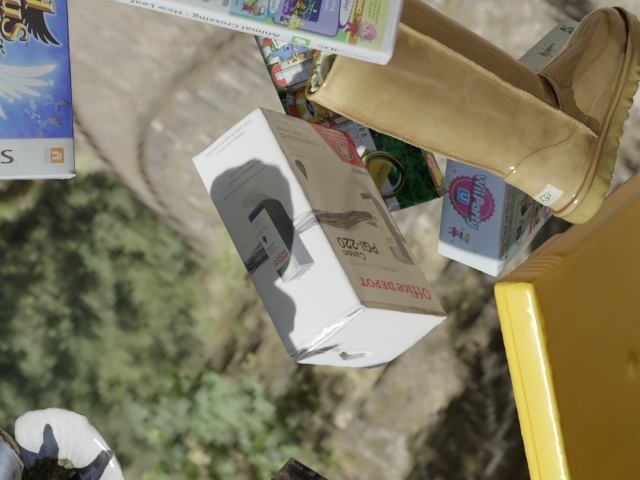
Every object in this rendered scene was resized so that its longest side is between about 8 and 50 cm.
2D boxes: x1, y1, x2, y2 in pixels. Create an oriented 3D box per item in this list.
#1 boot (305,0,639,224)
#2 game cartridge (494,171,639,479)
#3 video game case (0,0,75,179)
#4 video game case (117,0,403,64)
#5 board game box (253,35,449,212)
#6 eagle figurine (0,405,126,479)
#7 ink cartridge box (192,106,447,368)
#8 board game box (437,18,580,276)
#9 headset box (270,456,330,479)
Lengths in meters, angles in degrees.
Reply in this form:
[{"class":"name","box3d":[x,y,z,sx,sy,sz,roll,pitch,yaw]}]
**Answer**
[{"class":"boot","box3d":[0.141,-0.161,1.453,0.269,0.236,0.089,26,145,-16]},{"class":"game cartridge","box3d":[0.272,0.116,1.596,0.053,0.285,0.324,-2,-162,36]},{"class":"video game case","box3d":[-0.362,-0.190,1.620,0.244,0.269,0.061,-4,-178,-31]},{"class":"video game case","box3d":[-0.028,-0.236,1.115,0.193,0.212,0.023,13,165,-6]},{"class":"board game box","box3d":[0.024,-0.148,1.741,0.030,0.136,0.259,-38,-73,-59]},{"class":"eagle figurine","box3d":[-0.228,0.261,1.394,0.298,0.225,0.226,28,-130,-77]},{"class":"ink cartridge box","box3d":[0.000,0.000,1.526,0.158,0.092,0.218,10,-131,-57]},{"class":"board game box","box3d":[0.279,-0.128,2.250,0.097,0.303,0.224,24,133,24]},{"class":"headset box","box3d":[-0.018,0.237,1.554,0.062,0.032,0.083,30,-165,7]}]
